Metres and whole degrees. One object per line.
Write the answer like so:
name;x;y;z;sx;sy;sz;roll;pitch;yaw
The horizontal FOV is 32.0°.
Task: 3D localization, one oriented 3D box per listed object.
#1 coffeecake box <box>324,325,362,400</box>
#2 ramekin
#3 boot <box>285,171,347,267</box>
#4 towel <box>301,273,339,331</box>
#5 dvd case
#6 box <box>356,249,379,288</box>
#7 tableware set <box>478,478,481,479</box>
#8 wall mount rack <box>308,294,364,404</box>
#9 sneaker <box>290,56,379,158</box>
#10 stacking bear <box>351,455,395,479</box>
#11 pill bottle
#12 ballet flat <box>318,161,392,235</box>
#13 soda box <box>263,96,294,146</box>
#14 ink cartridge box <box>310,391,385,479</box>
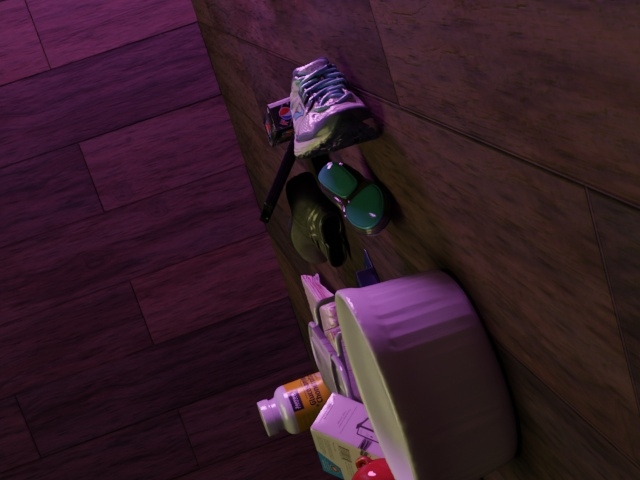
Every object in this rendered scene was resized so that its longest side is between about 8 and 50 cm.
coffeecake box;0.072;0.265;2.345;0.142;0.068;0.185;126;125;-82
ramekin;0.126;0.169;1.335;0.277;0.135;0.277;161;90;-83
boot;0.000;0.000;2.136;0.246;0.083;0.161;77;166;-49
towel;0.044;0.259;2.624;0.317;0.053;0.332;-130;22;-74
dvd case;-0.065;-0.128;2.030;0.253;0.022;0.180;135;158;-82
box;0.102;0.140;1.885;0.136;0.036;0.225;84;166;-63
tableware set;0.190;0.275;1.616;0.141;0.020;0.168;-126;18;-69
wall mount rack;0.080;0.269;2.093;0.350;0.130;0.304;-131;26;-73
sneaker;-0.002;-0.180;1.494;0.283;0.110;0.122;-143;37;-78
stacking bear;0.102;0.478;1.774;0.175;0.164;0.289;19;123;38
pill bottle;-0.031;0.334;2.281;0.103;0.184;0.103;160;90;-81
ballet flat;0.062;-0.050;1.562;0.203;0.074;0.074;-131;22;-56
soda box;-0.071;-0.225;2.123;0.169;0.060;0.053;139;110;-82
ink cartridge box;0.098;0.358;1.876;0.203;0.086;0.148;19;146;24
